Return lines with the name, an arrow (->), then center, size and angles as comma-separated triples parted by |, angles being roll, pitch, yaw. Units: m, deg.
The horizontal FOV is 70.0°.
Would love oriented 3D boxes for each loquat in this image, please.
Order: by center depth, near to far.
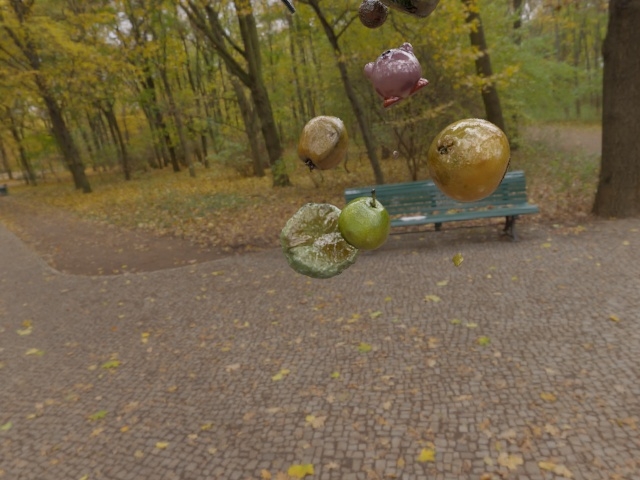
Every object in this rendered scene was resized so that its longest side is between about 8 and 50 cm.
loquat -> 0.474, -0.254, 1.458 | 0.263, 0.263, 0.263 | -7, 14, 2
loquat -> 0.007, -0.372, 1.768 | 0.187, 0.234, 0.176 | 25, 2, 24

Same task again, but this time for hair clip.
hair clip -> -0.193, -0.846, 1.518 | 0.275, 0.083, 0.048 | 20, 27, -28

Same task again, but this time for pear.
pear -> 0.154, -0.070, 1.484 | 0.166, 0.216, 0.180 | -10, 49, -39

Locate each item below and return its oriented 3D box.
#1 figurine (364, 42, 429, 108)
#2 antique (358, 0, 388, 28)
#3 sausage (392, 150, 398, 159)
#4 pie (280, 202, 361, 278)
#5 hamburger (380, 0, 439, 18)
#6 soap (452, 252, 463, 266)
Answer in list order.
figurine -> 0.249, -0.546, 1.507 | 0.173, 0.173, 0.173 | -7, 14, 2
antique -> 0.177, -0.764, 1.529 | 0.104, 0.104, 0.104 | -7, 14, 2
sausage -> 0.307, -0.349, 1.873 | 0.026, 0.026, 0.116 | -5, 3, 8
pie -> 0.000, 0.000, 1.667 | 0.306, 0.306, 0.071 | -12, -6, -18
hamburger -> 0.283, -0.829, 1.393 | 0.284, 0.266, 0.134 | 15, -6, -25
soap -> 0.403, 0.056, 1.343 | 0.034, 0.012, 0.089 | -48, 1, 13
